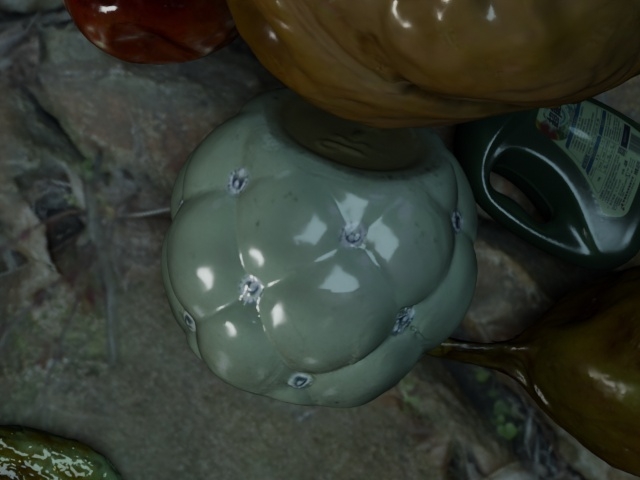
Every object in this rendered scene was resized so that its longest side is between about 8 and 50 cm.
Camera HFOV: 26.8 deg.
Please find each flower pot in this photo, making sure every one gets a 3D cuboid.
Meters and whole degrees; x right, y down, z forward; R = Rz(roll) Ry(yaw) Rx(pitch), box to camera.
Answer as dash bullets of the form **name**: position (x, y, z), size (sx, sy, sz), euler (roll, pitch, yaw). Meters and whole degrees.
- **flower pot**: position (0.000, 0.000, 1.020), size (0.246, 0.246, 0.195), euler (9, 120, -11)

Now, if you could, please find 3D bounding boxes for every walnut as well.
- **walnut**: position (0.071, -0.252, 0.833), size (0.308, 0.354, 0.398), euler (-47, 121, -34)

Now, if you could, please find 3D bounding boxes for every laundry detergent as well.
- **laundry detergent**: position (0.175, -0.072, 1.117), size (0.221, 0.078, 0.144), euler (26, 69, -13)

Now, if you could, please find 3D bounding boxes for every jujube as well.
- **jujube**: position (-0.117, -0.252, 1.017), size (0.168, 0.168, 0.236), euler (5, 78, -11)

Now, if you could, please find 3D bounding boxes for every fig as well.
- **fig**: position (0.227, 0.079, 1.122), size (0.290, 0.190, 0.191), euler (28, 91, 15)

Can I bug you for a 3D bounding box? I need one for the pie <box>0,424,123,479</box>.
- **pie**: position (-0.257, 0.260, 1.099), size (0.240, 0.054, 0.241), euler (-1, 95, -10)
